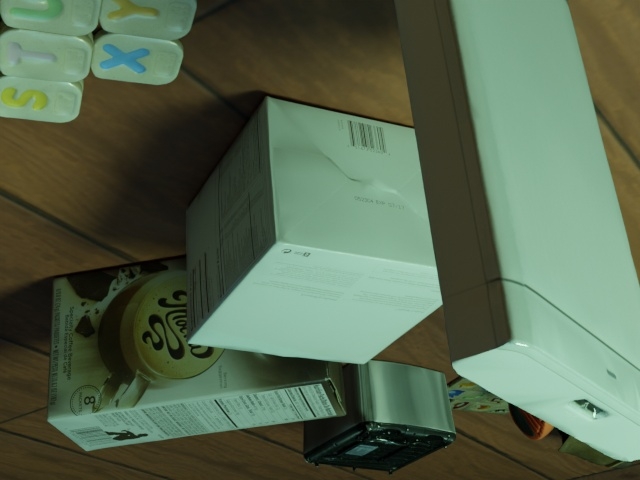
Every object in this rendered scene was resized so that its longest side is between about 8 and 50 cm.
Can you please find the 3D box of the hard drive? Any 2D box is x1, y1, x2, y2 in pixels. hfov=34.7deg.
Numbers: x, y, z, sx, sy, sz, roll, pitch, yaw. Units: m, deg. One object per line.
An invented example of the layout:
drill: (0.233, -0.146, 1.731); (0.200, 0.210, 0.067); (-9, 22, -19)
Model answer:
hard drive: (0.126, -0.061, 0.636); (0.047, 0.353, 0.233); (-23, 146, 28)

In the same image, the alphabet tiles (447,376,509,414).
alphabet tiles: (0.293, 0.210, 1.509); (0.198, 0.009, 0.237); (10, 148, -26)

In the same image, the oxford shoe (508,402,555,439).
oxford shoe: (0.325, 0.160, 1.359); (0.098, 0.097, 0.271); (-23, 149, -23)

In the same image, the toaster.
toaster: (0.084, 0.250, 1.442); (0.168, 0.110, 0.186); (12, 147, -29)

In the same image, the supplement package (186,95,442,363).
supplement package: (0.000, 0.000, 0.936); (0.194, 0.149, 0.203); (10, 148, -25)

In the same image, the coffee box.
coffee box: (-0.130, 0.113, 1.102); (0.297, 0.168, 0.119); (-10, 151, 6)

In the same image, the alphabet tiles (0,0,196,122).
alphabet tiles: (-0.225, -0.174, 0.720); (0.278, 0.021, 0.284); (5, 150, -18)

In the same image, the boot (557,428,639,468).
boot: (0.451, 0.286, 1.582); (0.115, 0.112, 0.305); (8, 152, -2)
